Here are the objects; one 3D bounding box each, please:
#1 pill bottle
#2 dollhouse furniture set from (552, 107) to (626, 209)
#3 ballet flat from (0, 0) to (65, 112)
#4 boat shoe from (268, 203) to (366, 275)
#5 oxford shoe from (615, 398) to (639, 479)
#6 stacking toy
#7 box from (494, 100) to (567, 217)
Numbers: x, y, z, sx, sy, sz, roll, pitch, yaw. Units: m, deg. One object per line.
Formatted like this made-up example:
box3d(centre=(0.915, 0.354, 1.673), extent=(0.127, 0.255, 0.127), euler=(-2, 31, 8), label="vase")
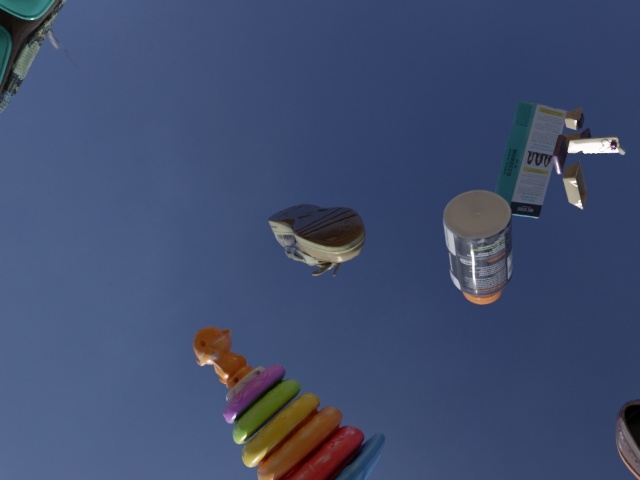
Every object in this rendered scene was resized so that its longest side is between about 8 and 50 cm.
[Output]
box3d(centre=(0.321, 0.026, 1.330), extent=(0.130, 0.246, 0.130), euler=(-9, -133, 9), label="pill bottle")
box3d(centre=(0.368, -0.105, 0.872), extent=(0.081, 0.114, 0.091), euler=(3, -128, 35), label="dollhouse furniture set")
box3d(centre=(-0.243, -0.182, 0.522), extent=(0.188, 0.070, 0.070), euler=(-51, -132, 16), label="ballet flat")
box3d(centre=(0.000, 0.000, 1.078), extent=(0.104, 0.089, 0.285), euler=(-22, -164, -16), label="boat shoe")
box3d(centre=(0.483, 0.311, 0.724), extent=(0.363, 0.133, 0.130), euler=(35, -94, 40), label="oxford shoe")
box3d(centre=(-0.071, 0.236, 0.899), extent=(0.175, 0.166, 0.302), euler=(-46, -101, 12), label="stacking toy")
box3d(centre=(0.461, -0.177, 1.459), extent=(0.060, 0.100, 0.244), euler=(32, -66, 57), label="box")
